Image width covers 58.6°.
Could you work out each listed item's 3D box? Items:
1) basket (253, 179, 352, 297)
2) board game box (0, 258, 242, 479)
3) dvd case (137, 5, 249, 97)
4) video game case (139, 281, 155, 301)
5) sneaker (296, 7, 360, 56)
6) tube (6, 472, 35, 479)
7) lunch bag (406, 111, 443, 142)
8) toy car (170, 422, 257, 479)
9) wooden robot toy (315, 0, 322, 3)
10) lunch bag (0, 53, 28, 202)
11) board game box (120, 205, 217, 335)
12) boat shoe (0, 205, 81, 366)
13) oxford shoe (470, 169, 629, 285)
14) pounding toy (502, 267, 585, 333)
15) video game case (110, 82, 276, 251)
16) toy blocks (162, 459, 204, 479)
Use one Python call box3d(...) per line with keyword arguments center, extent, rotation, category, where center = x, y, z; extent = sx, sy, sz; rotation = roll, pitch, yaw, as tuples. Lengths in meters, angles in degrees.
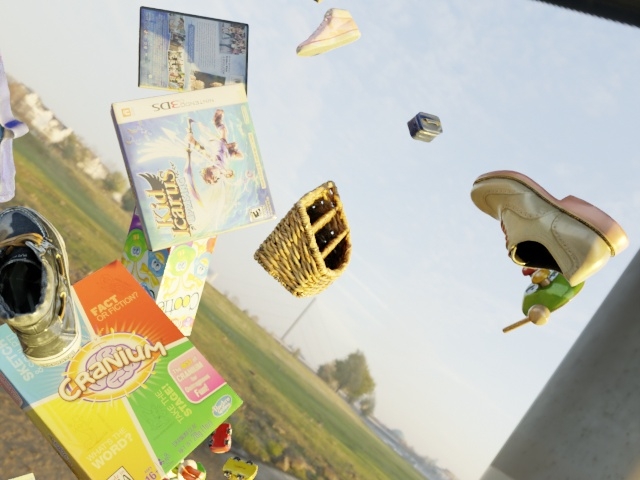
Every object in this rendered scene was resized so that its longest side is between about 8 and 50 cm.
box3d(center=(0.000, 0.000, 1.561), extent=(0.213, 0.223, 0.299), rotation=(42, 23, 4), category="basket")
box3d(center=(-0.312, 0.213, 0.869), extent=(0.316, 0.242, 0.064), rotation=(47, -42, 5), category="board game box")
box3d(center=(-0.291, -0.431, 1.325), extent=(0.253, 0.180, 0.022), rotation=(1, 1, -23), category="dvd case")
box3d(center=(-0.365, 0.161, 1.015), extent=(0.015, 0.166, 0.119), rotation=(28, -39, 59), category="video game case")
box3d(center=(0.006, -0.411, 1.122), extent=(0.051, 0.134, 0.070), rotation=(176, -107, -83), category="sneaker")
box3d(center=(-0.525, 0.550, 1.039), extent=(0.070, 0.062, 0.240), rotation=(-40, -114, 48), category="tube")
box3d(center=(0.302, -0.331, 1.648), extent=(0.098, 0.067, 0.065), rotation=(3, -25, -36), category="lunch bag")
box3d(center=(-0.317, 0.651, 1.632), extent=(0.239, 0.225, 0.053), rotation=(34, -41, 50), category="toy car")
box3d(center=(-0.017, -0.708, 1.478), extent=(0.079, 0.076, 0.173), rotation=(34, -18, 15), category="wooden robot toy")
box3d(center=(-0.533, -0.190, 0.788), extent=(0.293, 0.138, 0.221), rotation=(19, -59, 7), category="lunch bag")
box3d(center=(-0.357, 0.069, 1.300), extent=(0.142, 0.275, 0.144), rotation=(21, 8, 29), category="board game box")
box3d(center=(-0.259, 0.017, 0.503), extent=(0.183, 0.065, 0.083), rotation=(54, -25, 31), category="boat shoe")
box3d(center=(0.409, -0.036, 1.157), extent=(0.140, 0.146, 0.397), rotation=(46, -2, -27), category="oxford shoe")
box3d(center=(0.574, 0.126, 1.514), extent=(0.110, 0.237, 0.183), rotation=(52, -25, -1), category="pounding toy")
box3d(center=(-0.232, -0.139, 1.063), extent=(0.061, 0.244, 0.269), rotation=(-3, -78, 67), category="video game case")
box3d(center=(-0.309, 0.522, 1.241), extent=(0.148, 0.054, 0.123), rotation=(4, 5, 43), category="toy blocks")
